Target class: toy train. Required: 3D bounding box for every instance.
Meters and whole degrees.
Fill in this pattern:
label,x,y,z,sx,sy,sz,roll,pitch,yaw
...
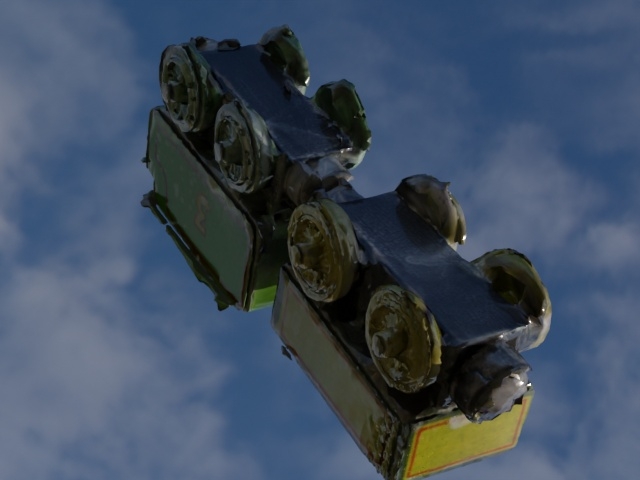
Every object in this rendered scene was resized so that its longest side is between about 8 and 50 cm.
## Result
label,x,y,z,sx,sy,sz,roll,pitch,yaw
toy train,0.000,0.000,0.445,0.202,0.060,0.081,49,-40,42
